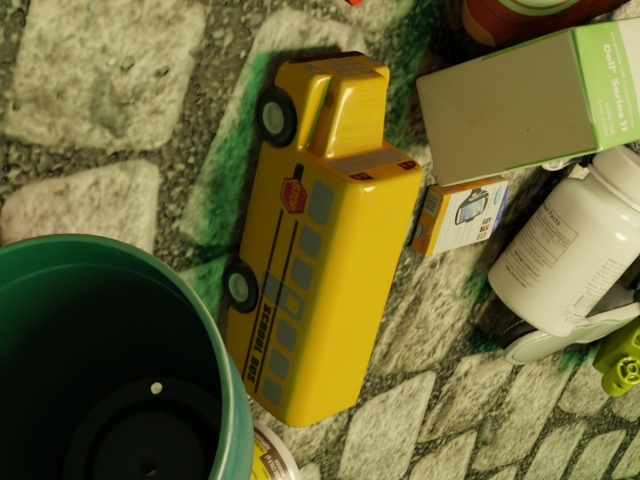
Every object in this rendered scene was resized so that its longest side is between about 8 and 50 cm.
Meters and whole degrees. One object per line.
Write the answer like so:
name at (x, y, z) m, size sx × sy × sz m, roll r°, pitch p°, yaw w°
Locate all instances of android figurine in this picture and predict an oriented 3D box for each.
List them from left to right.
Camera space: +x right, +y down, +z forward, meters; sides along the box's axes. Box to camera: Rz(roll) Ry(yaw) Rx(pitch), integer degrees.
android figurine at (0.501, 0.128, 1.684) m, size 0.248 × 0.056 × 0.273 m, roll -53°, pitch 172°, yaw -22°

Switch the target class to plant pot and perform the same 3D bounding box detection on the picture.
plant pot at (-0.169, 0.166, 0.871) m, size 0.272 × 0.271 × 0.255 m, roll -48°, pitch 158°, yaw -9°

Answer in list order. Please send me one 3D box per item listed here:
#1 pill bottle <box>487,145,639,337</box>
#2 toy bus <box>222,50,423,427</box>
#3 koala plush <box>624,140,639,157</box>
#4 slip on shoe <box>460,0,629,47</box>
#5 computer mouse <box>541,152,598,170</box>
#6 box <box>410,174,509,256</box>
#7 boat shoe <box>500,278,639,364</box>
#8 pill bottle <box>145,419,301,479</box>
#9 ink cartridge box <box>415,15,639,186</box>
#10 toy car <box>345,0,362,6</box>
pill bottle at (0.324, -0.004, 1.357) m, size 0.131 × 0.131 × 0.229 m, roll 9°, pitch 123°, yaw -52°
toy bus at (0.000, 0.000, 1.020) m, size 0.108 × 0.130 × 0.333 m, roll -15°, pitch 130°, yaw -42°
koala plush at (0.484, -0.196, 1.391) m, size 0.196 × 0.203 × 0.221 m, roll -34°, pitch 132°, yaw -64°
slip on shoe at (0.262, -0.273, 1.126) m, size 0.331 × 0.123 × 0.101 m, roll -26°, pitch 164°, yaw -37°
computer mouse at (0.312, -0.131, 1.350) m, size 0.193 × 0.042 × 0.106 m, roll -12°, pitch 132°, yaw -51°
box at (0.167, -0.033, 1.276) m, size 0.136 × 0.028 × 0.081 m, roll -15°, pitch 130°, yaw -45°
boat shoe at (0.338, 0.100, 1.535) m, size 0.302 × 0.091 × 0.114 m, roll -5°, pitch 152°, yaw -49°
pill bottle at (-0.130, 0.278, 1.116) m, size 0.215 × 0.117 × 0.117 m, roll -27°, pitch 137°, yaw -33°
ink cartridge box at (0.296, -0.157, 1.147) m, size 0.353 × 0.207 × 0.119 m, roll -17°, pitch 94°, yaw -40°
toy car at (-0.016, -0.297, 0.820) m, size 0.239 × 0.053 × 0.225 m, roll -6°, pitch 123°, yaw -47°
